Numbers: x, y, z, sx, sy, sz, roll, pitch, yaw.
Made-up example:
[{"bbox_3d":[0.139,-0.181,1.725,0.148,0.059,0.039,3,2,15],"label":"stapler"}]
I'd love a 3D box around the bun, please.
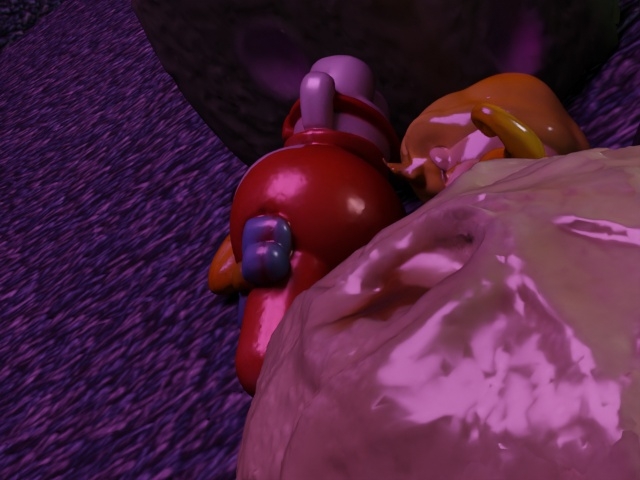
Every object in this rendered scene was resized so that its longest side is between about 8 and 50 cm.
[{"bbox_3d":[0.092,0.080,0.675,0.364,0.202,0.364,-30,22,14],"label":"bun"}]

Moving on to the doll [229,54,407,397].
[{"bbox_3d":[0.000,0.000,1.008,0.130,0.161,0.290,-1,55,21],"label":"doll"}]

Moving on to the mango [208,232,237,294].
[{"bbox_3d":[-0.065,0.013,1.218,0.089,0.046,0.060,-47,26,-19],"label":"mango"}]

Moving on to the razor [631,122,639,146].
[{"bbox_3d":[0.235,-0.042,0.913,0.090,0.054,0.148,-16,28,36],"label":"razor"}]

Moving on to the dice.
[{"bbox_3d":[0.050,-0.248,1.233,0.322,0.318,0.330,-5,36,49],"label":"dice"}]

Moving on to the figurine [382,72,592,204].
[{"bbox_3d":[0.124,-0.049,0.950,0.156,0.131,0.246,12,10,-3],"label":"figurine"}]
